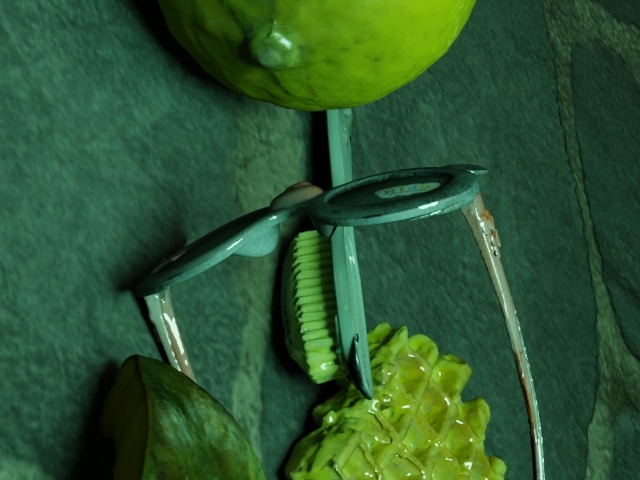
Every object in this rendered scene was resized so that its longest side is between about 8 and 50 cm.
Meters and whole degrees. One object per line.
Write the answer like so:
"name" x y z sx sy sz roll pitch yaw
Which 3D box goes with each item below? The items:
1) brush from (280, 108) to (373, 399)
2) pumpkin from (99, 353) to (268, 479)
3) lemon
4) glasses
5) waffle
"brush" 0.000 0.000 1.095 0.297 0.060 0.068 -92 168 -46
"pumpkin" -0.068 0.228 0.796 0.290 0.095 0.258 54 36 -6
"lemon" 0.001 -0.228 1.048 0.245 0.245 0.320 47 38 -28
"glasses" 0.023 0.093 0.924 0.118 0.234 0.268 -40 113 -68
"waffle" 0.081 0.179 1.094 0.229 0.057 0.219 54 36 -20
